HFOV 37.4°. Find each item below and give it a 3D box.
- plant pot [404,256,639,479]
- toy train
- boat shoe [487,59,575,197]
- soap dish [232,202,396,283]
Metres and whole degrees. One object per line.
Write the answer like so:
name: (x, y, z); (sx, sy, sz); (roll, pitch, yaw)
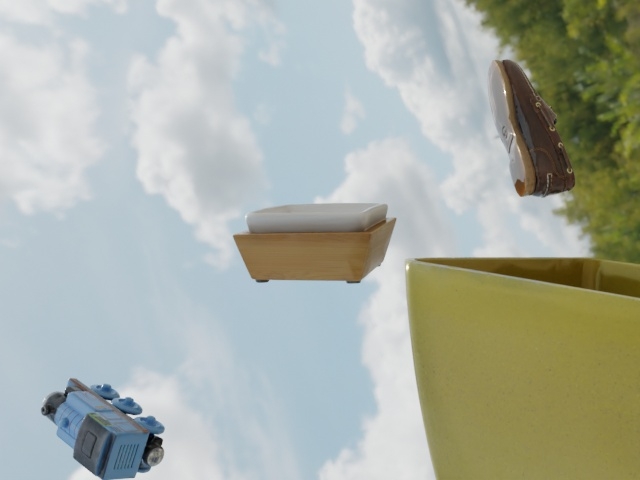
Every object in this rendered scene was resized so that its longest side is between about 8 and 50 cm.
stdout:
plant pot: (0.188, 0.115, 0.576); (0.212, 0.212, 0.187); (0, -84, -42)
toy train: (-0.278, 0.235, 1.197); (0.105, 0.184, 0.080); (14, -81, -51)
boat shoe: (0.267, -0.145, 1.209); (0.073, 0.073, 0.207); (95, 167, -63)
soap dish: (0.000, 0.000, 1.632); (0.291, 0.228, 0.118); (-27, -64, -76)
